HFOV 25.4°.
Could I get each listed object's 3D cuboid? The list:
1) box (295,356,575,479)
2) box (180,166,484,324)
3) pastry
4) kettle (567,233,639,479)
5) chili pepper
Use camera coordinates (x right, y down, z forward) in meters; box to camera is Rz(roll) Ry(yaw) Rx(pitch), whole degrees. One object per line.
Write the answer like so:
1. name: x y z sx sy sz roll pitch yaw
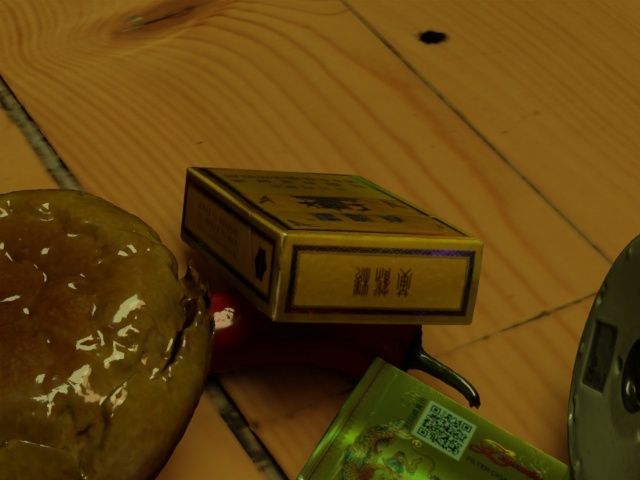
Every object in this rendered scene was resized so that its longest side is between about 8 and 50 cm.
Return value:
1. box: 0.143 0.237 1.218 0.311 0.043 0.173 29 44 7
2. box: 0.000 0.000 1.347 0.193 0.084 0.301 1 13 -21
3. pastry: -0.265 0.101 1.200 0.356 0.164 0.356 -4 54 5
4. kettle: 0.421 0.145 1.253 0.377 0.250 0.361 12 1 -9
5. chili pepper: -0.039 0.106 1.347 0.368 0.092 0.137 -2 64 -5
